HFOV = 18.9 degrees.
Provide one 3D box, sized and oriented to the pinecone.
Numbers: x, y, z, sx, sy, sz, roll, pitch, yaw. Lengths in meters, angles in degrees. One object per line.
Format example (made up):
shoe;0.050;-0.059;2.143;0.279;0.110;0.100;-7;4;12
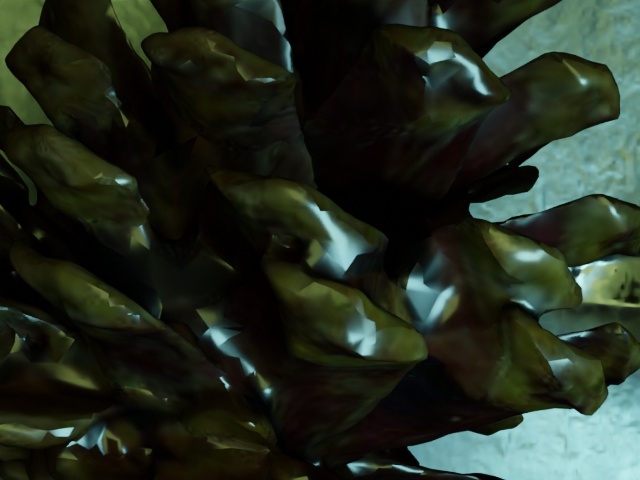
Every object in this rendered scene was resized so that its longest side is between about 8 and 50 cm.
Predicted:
pinecone;0.000;0.000;0.864;0.384;0.384;0.384;0;93;-7
